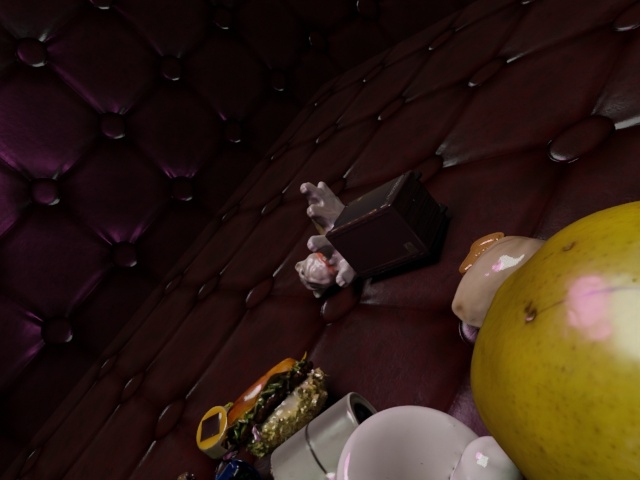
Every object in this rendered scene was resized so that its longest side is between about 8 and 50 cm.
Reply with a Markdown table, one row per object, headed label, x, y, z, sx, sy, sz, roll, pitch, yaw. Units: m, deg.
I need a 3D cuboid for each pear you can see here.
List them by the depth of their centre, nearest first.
| label | x | y | z | sx | sy | sz | roll | pitch | yaw |
| --- | --- | --- | --- | --- | --- | --- | --- | --- | --- |
| pear | 0.351 | 0.139 | 0.499 | 0.418 | 0.362 | 0.362 | -1 | 49 | 55 |

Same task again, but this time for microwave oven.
| label | x | y | z | sx | sy | sz | roll | pitch | yaw |
| --- | --- | --- | --- | --- | --- | --- | --- | --- | --- |
| microwave oven | 0.174 | -0.032 | 1.295 | 0.247 | 0.188 | 0.178 | -27 | 23 | 44 |

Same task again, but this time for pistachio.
| label | x | y | z | sx | sy | sz | roll | pitch | yaw |
| --- | --- | --- | --- | --- | --- | --- | --- | --- | --- |
| pistachio | 0.342 | 0.076 | 0.912 | 0.223 | 0.126 | 0.152 | -36 | 61 | 22 |

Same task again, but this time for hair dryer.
| label | x | y | z | sx | sy | sz | roll | pitch | yaw |
| --- | --- | --- | --- | --- | --- | --- | --- | --- | --- |
| hair dryer | 0.042 | 0.445 | 0.824 | 0.203 | 0.128 | 0.362 | -40 | 31 | 12 |

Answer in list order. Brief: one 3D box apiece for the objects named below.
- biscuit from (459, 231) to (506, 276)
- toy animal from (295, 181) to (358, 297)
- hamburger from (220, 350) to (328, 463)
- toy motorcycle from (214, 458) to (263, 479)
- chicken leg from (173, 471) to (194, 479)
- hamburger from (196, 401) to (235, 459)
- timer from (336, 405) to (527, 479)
| label | x | y | z | sx | sy | sz | roll | pitch | yaw |
| --- | --- | --- | --- | --- | --- | --- | --- | --- | --- |
| biscuit | 0.349 | 0.041 | 1.079 | 0.118 | 0.023 | 0.140 | -33 | 27 | 25 |
| toy animal | 0.000 | 0.000 | 1.477 | 0.266 | 0.308 | 0.188 | -37 | -8 | -43 |
| hamburger | -0.090 | 0.357 | 1.061 | 0.261 | 0.138 | 0.243 | -48 | -13 | 14 |
| toy motorcycle | -0.205 | 0.546 | 0.980 | 0.196 | 0.125 | 0.331 | -50 | -3 | 3 |
| chicken leg | -0.327 | 0.626 | 1.178 | 0.125 | 0.080 | 0.196 | -43 | 14 | -22 |
| hamburger | -0.248 | 0.478 | 1.275 | 0.126 | 0.081 | 0.141 | -43 | 35 | 10 |
| timer | 0.138 | 0.331 | 0.681 | 0.234 | 0.240 | 0.233 | 1 | 42 | -1 |
